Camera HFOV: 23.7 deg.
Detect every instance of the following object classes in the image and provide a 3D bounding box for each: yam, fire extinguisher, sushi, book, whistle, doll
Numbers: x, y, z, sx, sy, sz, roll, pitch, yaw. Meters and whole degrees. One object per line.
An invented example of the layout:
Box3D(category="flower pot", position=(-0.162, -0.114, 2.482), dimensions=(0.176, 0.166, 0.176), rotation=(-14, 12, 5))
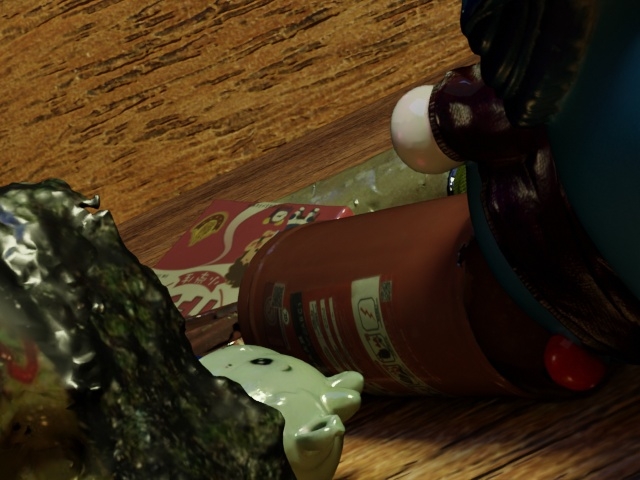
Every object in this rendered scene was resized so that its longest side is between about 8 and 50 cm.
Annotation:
Box3D(category="yam", position=(0.000, 0.000, 1.176), dimensions=(0.259, 0.093, 0.093), rotation=(-24, 9, 21))
Box3D(category="fire extinguisher", position=(0.013, 0.041, 0.833), dimensions=(0.147, 0.106, 0.337), rotation=(-17, 3, -30))
Box3D(category="sushi", position=(-0.112, 0.086, 0.623), dimensions=(0.147, 0.212, 0.115), rotation=(-29, 8, 41))
Box3D(category="book", position=(-0.094, 0.054, 1.074), dimensions=(0.162, 0.022, 0.232), rotation=(4, 46, 52))
Box3D(category="whistle", position=(-0.067, 0.101, 0.780), dimensions=(0.110, 0.092, 0.244), rotation=(-38, 15, -35))
Box3D(category="doll", position=(0.178, -0.054, 0.561), dimensions=(0.310, 0.284, 0.240), rotation=(140, 143, -65))

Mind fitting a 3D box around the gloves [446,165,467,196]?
Box3D(category="gloves", position=(0.187, -0.060, 0.985), dimensions=(0.268, 0.107, 0.135), rotation=(-14, 46, 46))
